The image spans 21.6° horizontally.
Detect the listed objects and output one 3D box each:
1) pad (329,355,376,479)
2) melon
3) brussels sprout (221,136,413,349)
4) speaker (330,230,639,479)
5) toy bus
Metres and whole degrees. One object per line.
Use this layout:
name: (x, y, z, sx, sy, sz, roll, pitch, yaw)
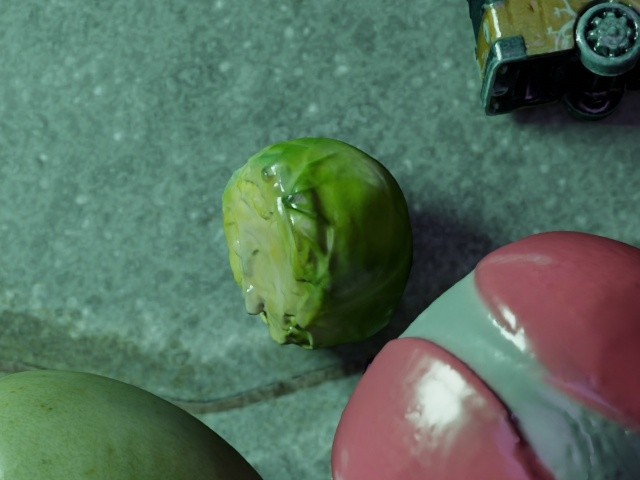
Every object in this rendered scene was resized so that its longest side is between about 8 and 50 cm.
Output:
pad: (0.125, 0.191, 1.256, 0.235, 0.003, 0.158, 16, 79, 6)
melon: (-0.147, 0.245, 1.130, 0.330, 0.268, 0.268, 43, 83, -6)
brussels sprout: (0.004, -0.003, 1.247, 0.122, 0.152, 0.149, -8, 48, -27)
speaker: (0.156, 0.135, 1.115, 0.294, 0.294, 0.294, -1, 78, 3)
toy bus: (0.247, -0.193, 1.266, 0.275, 0.138, 0.167, -10, 76, 0)
